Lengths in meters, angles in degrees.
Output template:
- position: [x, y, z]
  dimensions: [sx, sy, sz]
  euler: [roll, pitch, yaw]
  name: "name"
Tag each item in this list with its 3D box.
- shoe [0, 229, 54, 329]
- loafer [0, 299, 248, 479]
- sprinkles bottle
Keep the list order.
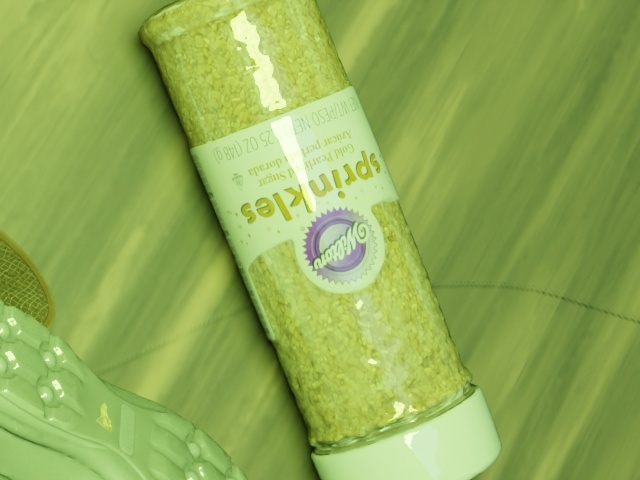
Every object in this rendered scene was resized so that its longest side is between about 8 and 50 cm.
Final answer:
- position: [-0.264, 0.007, 1.204]
  dimensions: [0.219, 0.058, 0.076]
  euler: [29, 53, -24]
  name: "shoe"
- position: [-0.148, 0.148, 1.221]
  dimensions: [0.319, 0.111, 0.112]
  euler: [42, 31, -28]
  name: "loafer"
- position: [0.000, 0.000, 1.292]
  dimensions: [0.121, 0.121, 0.355]
  euler: [-25, 95, -26]
  name: "sprinkles bottle"
